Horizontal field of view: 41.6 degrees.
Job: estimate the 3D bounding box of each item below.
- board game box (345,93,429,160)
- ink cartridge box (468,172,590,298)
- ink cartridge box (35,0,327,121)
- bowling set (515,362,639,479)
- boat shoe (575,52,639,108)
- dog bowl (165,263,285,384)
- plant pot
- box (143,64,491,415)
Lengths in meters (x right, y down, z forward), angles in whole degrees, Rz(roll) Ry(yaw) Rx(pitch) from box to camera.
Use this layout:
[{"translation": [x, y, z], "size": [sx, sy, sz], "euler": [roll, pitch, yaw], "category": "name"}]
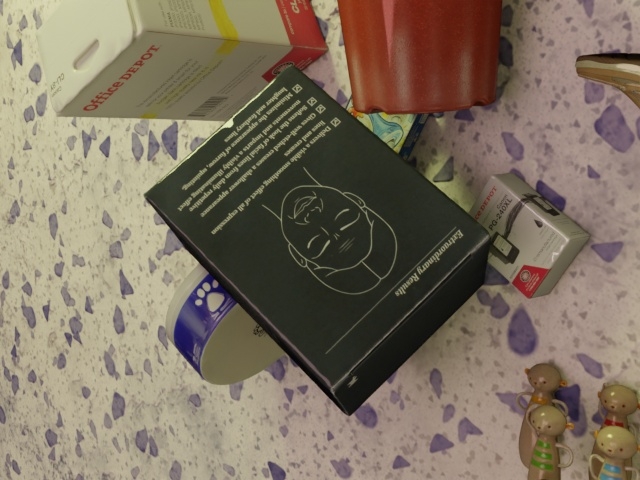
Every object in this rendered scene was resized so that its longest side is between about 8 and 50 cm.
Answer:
[{"translation": [0.082, -0.157, 1.372], "size": [0.136, 0.035, 0.201], "euler": [43, 122, 32], "category": "board game box"}, {"translation": [0.279, -0.009, 1.180], "size": [0.150, 0.063, 0.109], "euler": [46, 124, 30], "category": "ink cartridge box"}, {"translation": [-0.230, -0.329, 1.409], "size": [0.279, 0.385, 0.160], "euler": [-28, 76, 42], "category": "ink cartridge box"}, {"translation": [0.343, 0.269, 1.069], "size": [0.287, 0.200, 0.154], "euler": [10, 101, 39], "category": "bowling set"}, {"translation": [0.402, -0.190, 1.041], "size": [0.190, 0.068, 0.072], "euler": [19, 120, 41], "category": "boat shoe"}, {"translation": [-0.128, 0.120, 1.451], "size": [0.104, 0.265, 0.265], "euler": [43, 123, 29], "category": "dog bowl"}, {"translation": [0.138, -0.316, 1.162], "size": [0.272, 0.272, 0.265], "euler": [9, 110, 43], "category": "plant pot"}, {"translation": [0.000, 0.000, 1.219], "size": [0.293, 0.212, 0.395], "euler": [-43, 69, -9], "category": "box"}]
